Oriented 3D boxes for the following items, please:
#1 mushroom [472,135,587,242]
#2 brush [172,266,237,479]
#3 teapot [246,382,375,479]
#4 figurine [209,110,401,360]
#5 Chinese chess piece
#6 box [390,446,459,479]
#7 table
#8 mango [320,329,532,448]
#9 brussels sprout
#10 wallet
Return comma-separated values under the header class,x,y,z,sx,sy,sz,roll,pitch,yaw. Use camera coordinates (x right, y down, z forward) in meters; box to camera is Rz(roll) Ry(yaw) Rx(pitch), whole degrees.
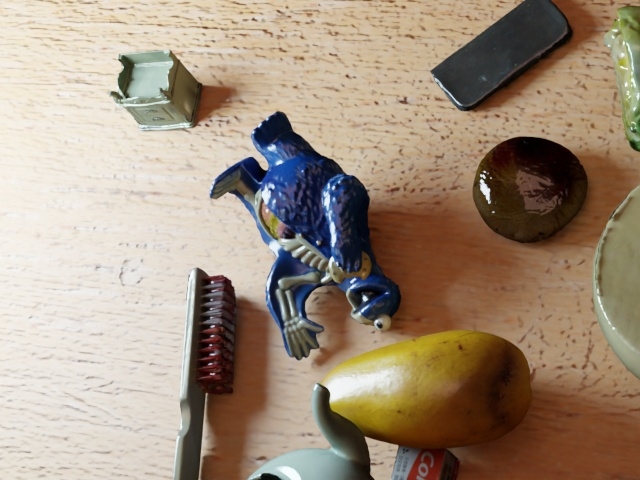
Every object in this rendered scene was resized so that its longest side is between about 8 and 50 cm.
class,x,y,z,sx,sy,sz,roll,pitch,yaw
mushroom,0.216,-0.056,1.666,0.123,0.052,0.123,-10,64,22
brush,-0.122,0.182,1.700,0.050,0.060,0.321,-3,63,12
teapot,-0.023,0.291,1.527,0.193,0.129,0.294,21,82,57
figurine,0.001,-0.009,1.712,0.164,0.120,0.262,-37,75,35
Chinese chess piece,0.382,0.039,1.509,0.250,0.097,0.251,-11,60,19
box,0.082,0.305,1.548,0.055,0.039,0.218,4,67,29
table,-0.197,-0.178,1.905,0.079,0.083,0.062,-2,63,24
mango,0.098,0.145,1.562,0.219,0.145,0.112,-3,99,24
brussels sprout,0.356,-0.171,1.606,0.122,0.149,0.152,-11,75,2
wallet,0.201,-0.208,1.771,0.156,0.018,0.082,-38,54,3
